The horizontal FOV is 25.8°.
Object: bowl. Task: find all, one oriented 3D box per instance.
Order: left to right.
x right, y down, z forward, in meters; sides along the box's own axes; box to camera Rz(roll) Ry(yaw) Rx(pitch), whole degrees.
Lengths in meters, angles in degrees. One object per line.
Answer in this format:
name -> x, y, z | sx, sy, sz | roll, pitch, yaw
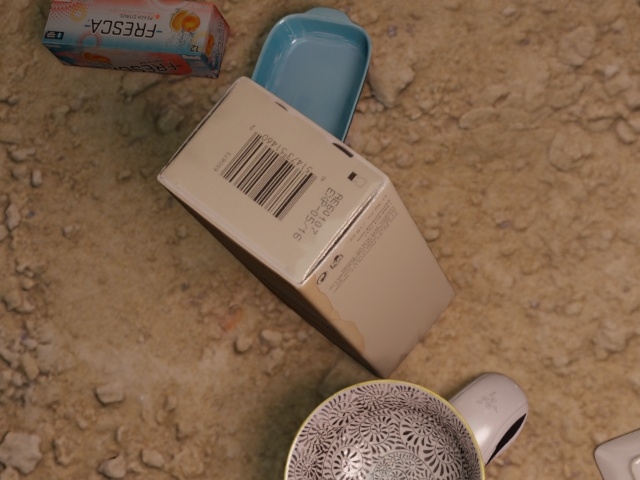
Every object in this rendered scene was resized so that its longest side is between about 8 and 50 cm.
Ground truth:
bowl -> 0.061, 0.206, 1.180 | 0.170, 0.080, 0.170 | -3, 77, 15

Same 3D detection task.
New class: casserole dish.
casserole dish -> -0.014, -0.140, 1.383 | 0.114, 0.037, 0.188 | 13, 76, 19

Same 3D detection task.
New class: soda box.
soda box -> -0.190, -0.212, 1.443 | 0.183, 0.058, 0.063 | 7, 74, 18

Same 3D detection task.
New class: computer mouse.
computer mouse -> 0.105, 0.193, 1.234 | 0.106, 0.042, 0.193 | 38, 85, 24

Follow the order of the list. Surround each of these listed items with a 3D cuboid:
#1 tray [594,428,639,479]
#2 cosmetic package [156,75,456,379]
tray -> 0.343, 0.267, 1.152 | 0.145, 0.030, 0.270 | -24, 67, 7
cosmetic package -> 0.000, 0.000, 1.184 | 0.160, 0.309, 0.113 | 37, 83, 24
